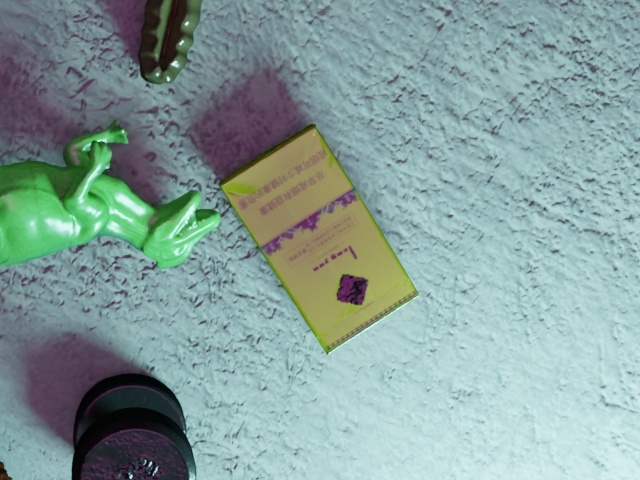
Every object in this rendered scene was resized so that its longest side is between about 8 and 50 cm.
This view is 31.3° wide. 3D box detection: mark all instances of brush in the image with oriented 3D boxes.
[{"bbox_3d":[-0.177,-0.347,1.467,0.071,0.084,0.301,16,89,-17],"label":"brush"}]

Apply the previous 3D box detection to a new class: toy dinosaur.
[{"bbox_3d":[-0.423,0.015,1.451,0.500,0.144,0.374,-38,131,11],"label":"toy dinosaur"}]

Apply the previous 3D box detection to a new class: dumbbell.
[{"bbox_3d":[-0.241,0.268,1.459,0.152,0.218,0.153,-2,99,-11],"label":"dumbbell"}]

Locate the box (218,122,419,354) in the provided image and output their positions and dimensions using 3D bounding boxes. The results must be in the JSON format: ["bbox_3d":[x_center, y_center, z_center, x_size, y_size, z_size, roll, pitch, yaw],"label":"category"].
[{"bbox_3d":[-0.001,-0.001,1.543,0.153,0.041,0.279,-33,102,-3],"label":"box"}]

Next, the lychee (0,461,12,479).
[{"bbox_3d":[-0.506,0.349,1.398,0.304,0.275,0.276,41,88,-30],"label":"lychee"}]
